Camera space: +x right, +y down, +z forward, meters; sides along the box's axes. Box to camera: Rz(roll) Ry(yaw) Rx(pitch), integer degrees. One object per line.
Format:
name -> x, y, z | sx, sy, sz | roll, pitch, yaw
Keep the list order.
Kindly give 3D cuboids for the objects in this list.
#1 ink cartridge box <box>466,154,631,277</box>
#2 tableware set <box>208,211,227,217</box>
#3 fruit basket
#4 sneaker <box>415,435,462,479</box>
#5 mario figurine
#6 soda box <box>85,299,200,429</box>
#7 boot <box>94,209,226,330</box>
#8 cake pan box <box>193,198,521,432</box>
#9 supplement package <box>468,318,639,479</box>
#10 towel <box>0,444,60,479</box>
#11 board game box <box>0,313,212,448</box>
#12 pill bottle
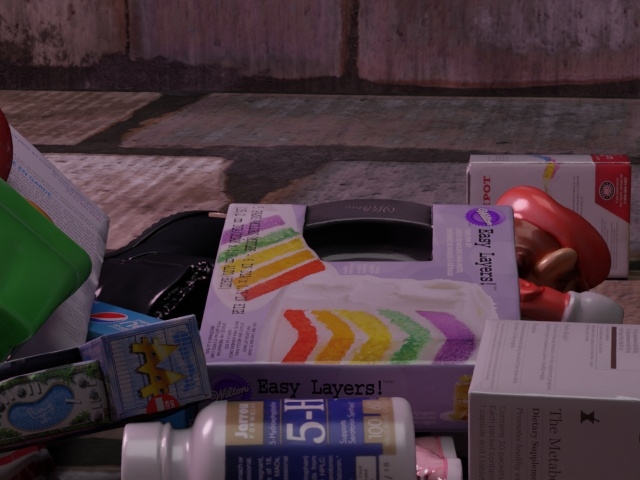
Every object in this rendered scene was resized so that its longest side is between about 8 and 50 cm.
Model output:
ink cartridge box -> 0.246, -0.029, 1.916 | 0.175, 0.127, 0.072 | 1, 12, 5
tableware set -> 0.000, 0.000, 1.675 | 0.194, 0.039, 0.128 | 6, 3, 37
fruit basket -> -0.313, -0.033, 1.420 | 0.165, 0.327, 0.353 | -42, 22, 14
sneaker -> 0.064, 0.170, 1.232 | 0.070, 0.051, 0.134 | -2, 10, 0
mario figurine -> 0.138, 0.078, 1.571 | 0.320, 0.170, 0.198 | -22, 59, -32
soda box -> -0.155, 0.105, 1.475 | 0.067, 0.071, 0.210 | -11, 17, -42
boot -> -0.118, 0.043, 1.688 | 0.246, 0.094, 0.207 | -21, 19, -39
cake pan box -> 0.036, 0.053, 1.384 | 0.245, 0.070, 0.267 | 2, 29, 4
supplement package -> 0.222, 0.139, 1.145 | 0.244, 0.139, 0.134 | 1, 18, 10
towel -> -0.294, 0.185, 1.217 | 0.237, 0.037, 0.329 | -5, 14, -16
board game box -> -0.162, 0.101, 1.203 | 0.194, 0.060, 0.194 | -10, -8, -29
pill bottle -> -0.033, 0.159, 1.147 | 0.186, 0.112, 0.112 | -1, 13, -1
